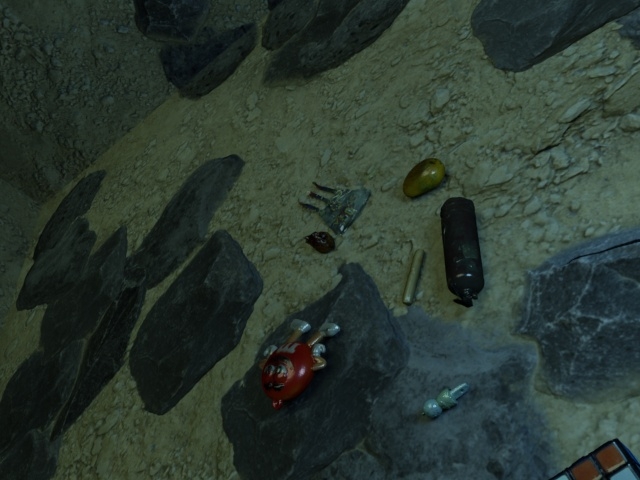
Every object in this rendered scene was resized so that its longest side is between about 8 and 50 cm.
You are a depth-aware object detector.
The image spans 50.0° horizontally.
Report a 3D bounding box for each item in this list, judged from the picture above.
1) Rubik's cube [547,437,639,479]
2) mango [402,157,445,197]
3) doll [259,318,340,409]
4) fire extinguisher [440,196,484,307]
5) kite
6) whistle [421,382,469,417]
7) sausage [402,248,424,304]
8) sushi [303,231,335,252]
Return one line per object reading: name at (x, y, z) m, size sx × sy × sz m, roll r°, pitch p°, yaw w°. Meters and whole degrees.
Rubik's cube at (0.360, 0.384, 0.821) m, size 0.184 × 0.182 × 0.187 m, roll -41°, pitch 36°, yaw 11°
mango at (0.235, -0.141, 1.570) m, size 0.114 × 0.057 × 0.079 m, roll -43°, pitch 38°, yaw 24°
doll at (-0.065, 0.263, 1.497) m, size 0.183 × 0.085 × 0.217 m, roll 0°, pitch 49°, yaw 47°
fire extinguisher at (0.272, 0.026, 1.337) m, size 0.072 × 0.089 × 0.267 m, roll -24°, pitch 42°, yaw 29°
kite at (0.029, -0.097, 1.786) m, size 0.141 × 0.015 × 0.245 m, roll -53°, pitch 38°, yaw -8°
whistle at (0.218, 0.280, 1.206) m, size 0.100 × 0.035 × 0.035 m, roll -38°, pitch 36°, yaw 15°
sausage at (0.195, 0.073, 1.435) m, size 0.024 × 0.024 × 0.132 m, roll -10°, pitch 52°, yaw 43°
sushi at (0.000, 0.000, 1.701) m, size 0.099 × 0.047 × 0.050 m, roll 0°, pitch 55°, yaw 46°
